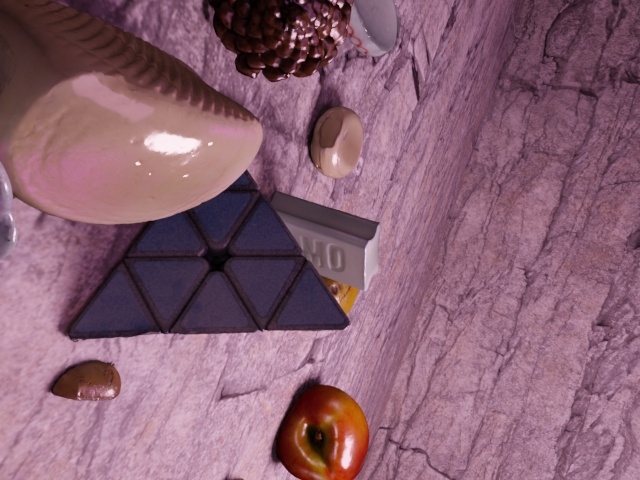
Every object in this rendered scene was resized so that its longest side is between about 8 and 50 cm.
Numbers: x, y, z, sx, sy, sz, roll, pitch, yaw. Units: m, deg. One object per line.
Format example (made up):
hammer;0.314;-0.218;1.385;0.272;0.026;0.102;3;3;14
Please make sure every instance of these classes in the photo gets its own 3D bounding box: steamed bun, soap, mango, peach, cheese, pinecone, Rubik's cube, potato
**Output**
steamed bun;-0.176;-0.091;0.407;0.152;0.170;0.239;-53;160;16
soap;0.000;0.000;0.819;0.066;0.198;0.118;-52;151;-38
mango;0.014;0.113;1.038;0.167;0.130;0.262;-66;162;2
peach;0.015;0.528;1.292;0.249;0.245;0.275;-42;167;1
cheese;0.049;-0.183;0.973;0.137;0.065;0.227;-69;159;-2
pinecone;-0.044;-0.282;0.564;0.195;0.150;0.179;-42;143;-51
Rubik's cube;-0.134;0.048;0.630;0.233;0.228;0.228;-39;118;15
potato;-0.258;0.165;0.560;0.037;0.036;0.093;-67;157;-3

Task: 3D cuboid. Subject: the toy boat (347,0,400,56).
toy boat;0.073;-0.418;0.860;0.208;0.079;0.134;33;69;-56

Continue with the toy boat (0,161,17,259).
toy boat;-0.267;-0.087;0.207;0.290;0.200;0.100;69;7;-51

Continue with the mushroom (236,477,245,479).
mushroom;-0.158;0.614;1.077;0.096;0.099;0.277;-66;157;-51
